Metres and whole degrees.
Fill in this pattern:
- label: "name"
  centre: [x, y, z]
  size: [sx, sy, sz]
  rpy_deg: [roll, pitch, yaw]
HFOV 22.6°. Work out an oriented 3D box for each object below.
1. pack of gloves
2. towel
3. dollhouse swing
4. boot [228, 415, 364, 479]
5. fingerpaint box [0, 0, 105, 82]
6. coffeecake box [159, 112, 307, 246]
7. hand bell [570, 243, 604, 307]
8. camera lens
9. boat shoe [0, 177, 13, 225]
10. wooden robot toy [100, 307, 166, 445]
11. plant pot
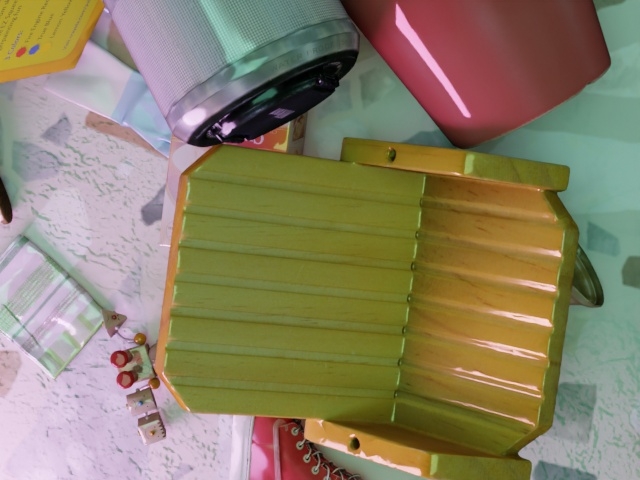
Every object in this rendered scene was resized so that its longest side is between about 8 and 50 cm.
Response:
- label: "pack of gloves"
  centre: [-0.194, -0.212, 1.892]
  size: [0.232, 0.046, 0.195]
  rpy_deg: [29, 97, 7]
- label: "towel"
  centre: [-0.345, 0.081, 1.949]
  size: [0.152, 0.023, 0.113]
  rpy_deg: [42, 100, 4]
- label: "dollhouse swing"
  centre: [0.045, 0.063, 1.705]
  size: [0.315, 0.305, 0.346]
  rpy_deg: [11, 93, 49]
- label: "boot"
  centre: [-0.015, 0.239, 1.875]
  size: [0.176, 0.088, 0.244]
  rpy_deg: [6, 103, 9]
- label: "fingerpaint box"
  centre: [-0.340, -0.372, 1.665]
  size: [0.163, 0.371, 0.444]
  rpy_deg: [44, 123, 17]
- label: "coffeecake box"
  centre: [-0.099, -0.077, 1.841]
  size: [0.142, 0.068, 0.185]
  rpy_deg: [8, 94, 15]
- label: "hand bell"
  centre: [0.188, 0.081, 1.832]
  size: [0.242, 0.126, 0.126]
  rpy_deg: [-34, 88, 22]
- label: "camera lens"
  centre: [-0.104, -0.250, 1.664]
  size: [0.219, 0.219, 0.274]
  rpy_deg: [-29, 85, 10]
- label: "boat shoe"
  centre: [-0.419, -0.086, 1.934]
  size: [0.049, 0.056, 0.152]
  rpy_deg: [-20, 91, 5]
- label: "wooden robot toy"
  centre: [-0.202, 0.153, 1.909]
  size: [0.079, 0.076, 0.173]
  rpy_deg: [-18, 91, 0]
- label: "plant pot"
  centre: [0.172, -0.248, 1.730]
  size: [0.275, 0.275, 0.243]
  rpy_deg: [-28, 99, 10]
